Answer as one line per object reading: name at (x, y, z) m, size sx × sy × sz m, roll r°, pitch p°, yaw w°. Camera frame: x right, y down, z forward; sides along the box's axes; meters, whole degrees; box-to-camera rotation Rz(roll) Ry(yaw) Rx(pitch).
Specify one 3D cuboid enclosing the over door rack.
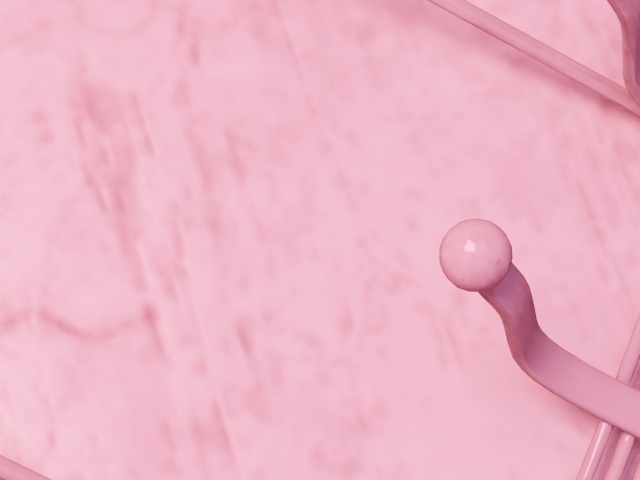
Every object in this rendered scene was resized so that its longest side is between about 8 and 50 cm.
over door rack at (0.000, 0.000, 0.601) m, size 0.324 × 0.108 × 0.239 m, roll 24°, pitch 71°, yaw 1°
